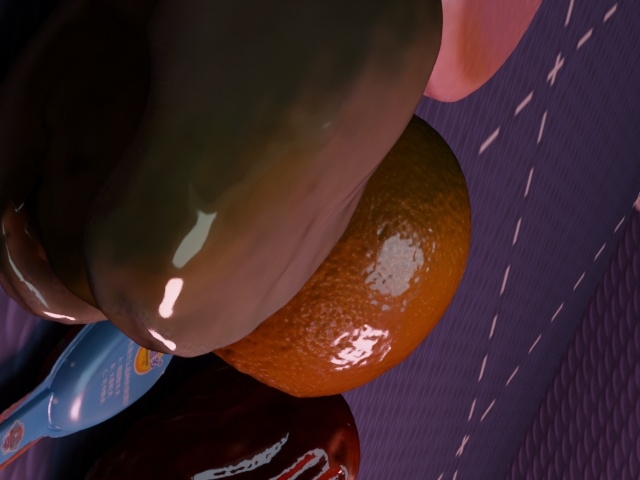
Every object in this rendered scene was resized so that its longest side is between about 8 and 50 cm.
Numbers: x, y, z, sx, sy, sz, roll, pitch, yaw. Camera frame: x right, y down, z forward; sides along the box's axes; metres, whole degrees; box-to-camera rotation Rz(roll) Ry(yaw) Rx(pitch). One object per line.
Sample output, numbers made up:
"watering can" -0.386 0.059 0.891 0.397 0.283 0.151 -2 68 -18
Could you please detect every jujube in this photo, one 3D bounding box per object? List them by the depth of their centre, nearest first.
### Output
"jujube" -0.074 0.174 0.906 0.230 0.155 0.155 -23 136 -46

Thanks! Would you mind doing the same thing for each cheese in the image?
"cheese" -0.156 0.092 0.763 0.256 0.037 0.106 -37 146 -47

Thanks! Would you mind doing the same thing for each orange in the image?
"orange" 0.000 0.000 0.814 0.206 0.206 0.206 -49 155 -33

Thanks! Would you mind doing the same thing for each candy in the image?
"candy" 0.110 -0.231 0.929 0.255 0.094 0.255 -50 155 -33

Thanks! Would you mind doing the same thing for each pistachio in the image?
"pistachio" -0.046 -0.064 0.638 0.288 0.166 0.197 -51 135 -28
